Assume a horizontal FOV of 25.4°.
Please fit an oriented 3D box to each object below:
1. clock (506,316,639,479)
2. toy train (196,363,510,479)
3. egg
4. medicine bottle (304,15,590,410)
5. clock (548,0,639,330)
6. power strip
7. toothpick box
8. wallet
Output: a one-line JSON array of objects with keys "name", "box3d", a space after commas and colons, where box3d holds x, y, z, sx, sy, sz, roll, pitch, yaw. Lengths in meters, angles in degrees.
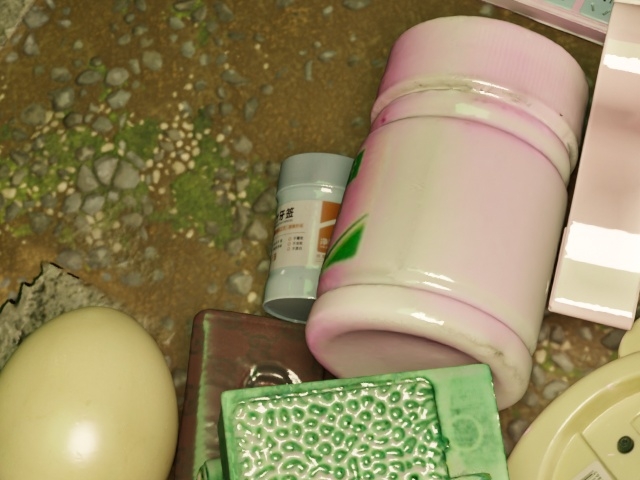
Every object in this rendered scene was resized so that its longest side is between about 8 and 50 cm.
[{"name": "clock", "box3d": [0.288, 0.227, 1.238, 0.309, 0.114, 0.284, -41, 43, 6]}, {"name": "toy train", "box3d": [0.026, 0.201, 1.238, 0.266, 0.202, 0.145, -6, 73, -9]}, {"name": "egg", "box3d": [-0.228, 0.177, 1.360, 0.186, 0.186, 0.241, 0, 53, 11]}, {"name": "medicine bottle", "box3d": [0.123, -0.022, 1.337, 0.212, 0.212, 0.325, 9, 64, 14]}, {"name": "clock", "box3d": [0.277, -0.066, 1.311, 0.080, 0.275, 0.290, 11, 75, 10]}, {"name": "power strip", "box3d": [0.228, -0.297, 1.533, 0.279, 0.037, 0.109, 24, 76, 18]}, {"name": "toothpick box", "box3d": [0.000, 0.000, 1.429, 0.101, 0.101, 0.153, 2, 70, 12]}, {"name": "wallet", "box3d": [-0.047, 0.183, 1.370, 0.182, 0.049, 0.229, 8, 69, -12]}]
